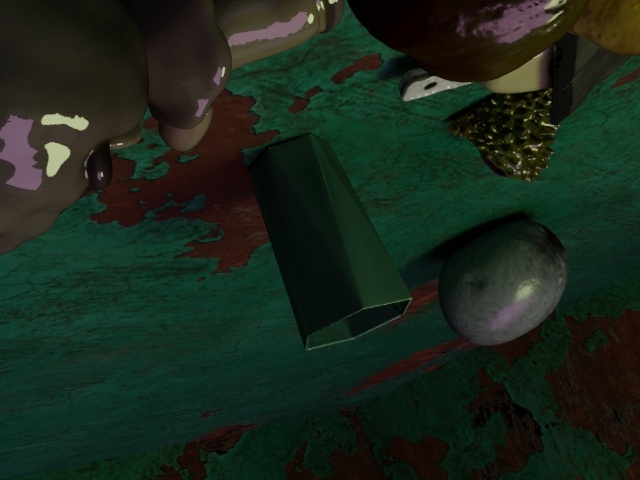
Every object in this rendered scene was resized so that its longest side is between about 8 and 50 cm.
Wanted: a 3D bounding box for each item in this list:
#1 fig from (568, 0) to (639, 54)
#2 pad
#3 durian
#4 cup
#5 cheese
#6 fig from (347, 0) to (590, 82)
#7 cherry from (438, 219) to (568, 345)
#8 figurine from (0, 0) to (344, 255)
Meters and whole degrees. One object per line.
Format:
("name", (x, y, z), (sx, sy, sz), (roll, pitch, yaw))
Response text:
("fig", (0.273, -0.257, 0.733), (0.159, 0.159, 0.257), (-25, 165, 11))
("pad", (0.329, -0.234, 0.987), (0.174, 0.022, 0.233), (-43, 160, -3))
("durian", (0.280, -0.138, 1.155), (0.186, 0.108, 0.119), (-1, 154, -45))
("cup", (0.000, 0.000, 1.042), (0.148, 0.236, 0.134), (-29, 160, 16))
("cheese", (0.196, -0.200, 0.982), (0.235, 0.050, 0.127), (-16, 161, -14))
("fig", (0.160, -0.207, 0.677), (0.274, 0.146, 0.170), (-3, 167, 29))
("cherry", (0.357, 0.087, 1.709), (0.255, 0.218, 0.296), (-5, 145, -42))
("figurine", (-0.162, -0.128, 0.565), (0.380, 0.248, 0.203), (-25, 161, -31))
